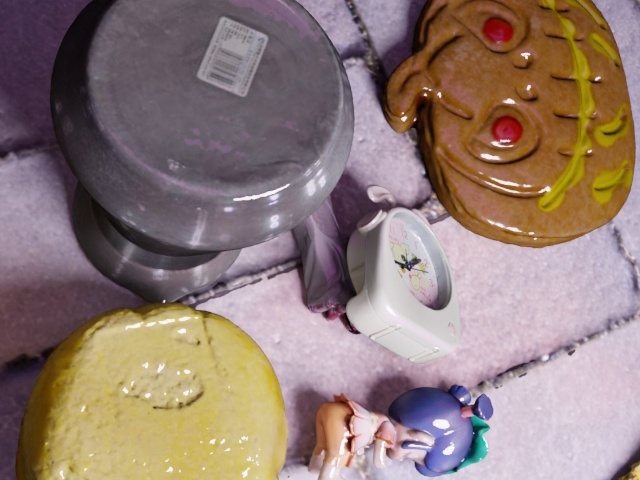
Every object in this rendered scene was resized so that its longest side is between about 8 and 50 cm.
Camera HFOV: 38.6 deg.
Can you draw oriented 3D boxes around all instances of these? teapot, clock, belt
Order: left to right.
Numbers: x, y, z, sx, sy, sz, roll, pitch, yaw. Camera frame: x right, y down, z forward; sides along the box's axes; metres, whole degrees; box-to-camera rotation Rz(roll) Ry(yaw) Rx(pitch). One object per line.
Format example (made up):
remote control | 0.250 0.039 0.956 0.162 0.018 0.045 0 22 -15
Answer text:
teapot | -0.132 -0.102 0.878 0.254 0.344 0.300 2 73 -18
belt | 0.000 0.000 1.047 0.071 0.053 0.231 -16 80 -34
clock | 0.091 0.033 1.029 0.151 0.062 0.190 33 43 -38

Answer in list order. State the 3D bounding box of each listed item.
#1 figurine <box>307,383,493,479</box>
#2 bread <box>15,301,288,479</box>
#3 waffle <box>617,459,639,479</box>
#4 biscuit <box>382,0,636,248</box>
figurine | 0.088 0.206 0.979 0.195 0.111 0.102 2 93 -17
bread | -0.157 0.189 0.887 0.270 0.148 0.269 7 70 -19
waffle | 0.359 0.319 1.063 0.161 0.046 0.191 23 67 -10
biscuit | 0.248 -0.185 1.173 0.351 0.070 0.394 -4 75 -19
